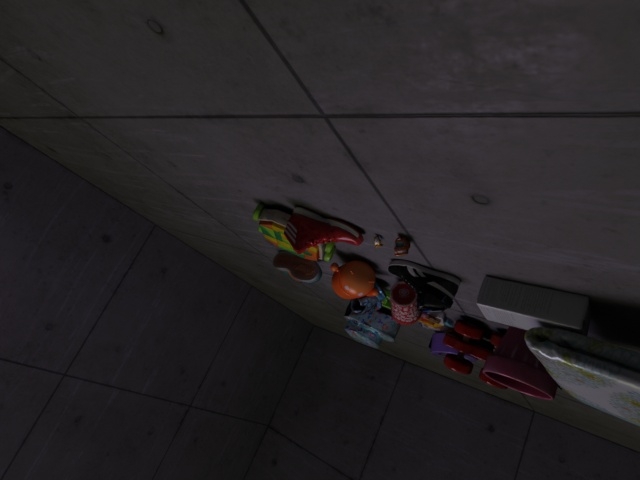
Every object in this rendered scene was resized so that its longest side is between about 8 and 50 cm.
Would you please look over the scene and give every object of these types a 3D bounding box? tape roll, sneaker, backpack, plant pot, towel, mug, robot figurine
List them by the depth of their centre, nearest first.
[{"bbox_3d":[0.676,0.319,0.931,0.375,0.090,0.320,15,157,49],"label":"towel"},{"bbox_3d":[0.000,0.000,1.195,0.221,0.128,0.087,21,165,20],"label":"sneaker"},{"bbox_3d":[0.274,0.136,1.225,0.217,0.121,0.079,15,160,34],"label":"sneaker"},{"bbox_3d":[0.615,0.352,1.287,0.201,0.180,0.201,24,164,7],"label":"plant pot"},{"bbox_3d":[0.110,0.134,1.463,0.219,0.128,0.158,138,112,-73],"label":"robot figurine"},{"bbox_3d":[0.307,0.202,1.477,0.113,0.150,0.169,59,178,31],"label":"mug"},{"bbox_3d":[0.165,0.227,1.646,0.104,0.125,0.262,58,169,21],"label":"sneaker"},{"bbox_3d":[-0.072,0.119,1.750,0.121,0.108,0.302,36,169,-35],"label":"sneaker"},{"bbox_3d":[0.560,0.448,1.794,0.189,0.080,0.189,12,159,4],"label":"tape roll"},{"bbox_3d":[0.244,0.402,2.035,0.254,0.191,0.225,14,161,19],"label":"backpack"}]

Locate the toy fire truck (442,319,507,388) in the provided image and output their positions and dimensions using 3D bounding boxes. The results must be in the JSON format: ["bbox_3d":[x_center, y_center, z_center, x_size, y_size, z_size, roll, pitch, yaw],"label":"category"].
[{"bbox_3d":[0.598,0.396,1.550,0.302,0.169,0.254,17,-175,28],"label":"toy fire truck"}]

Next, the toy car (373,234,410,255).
[{"bbox_3d":[0.175,0.010,1.104,0.122,0.060,0.040,2,121,41],"label":"toy car"}]

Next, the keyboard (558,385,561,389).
[{"bbox_3d":[0.950,0.560,1.743,0.100,0.038,0.192,43,178,35],"label":"keyboard"}]

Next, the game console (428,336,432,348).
[{"bbox_3d":[0.584,0.514,2.058,0.122,0.071,0.107,21,163,17],"label":"game console"}]

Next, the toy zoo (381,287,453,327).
[{"bbox_3d":[0.376,0.277,1.691,0.293,0.030,0.192,22,163,14],"label":"toy zoo"}]

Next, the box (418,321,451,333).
[{"bbox_3d":[0.487,0.370,1.826,0.136,0.028,0.081,21,164,24],"label":"box"}]

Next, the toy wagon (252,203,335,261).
[{"bbox_3d":[-0.082,-0.005,1.419,0.267,0.068,0.344,24,164,7],"label":"toy wagon"}]

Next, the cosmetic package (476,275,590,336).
[{"bbox_3d":[0.509,0.164,1.030,0.231,0.085,0.117,10,157,38],"label":"cosmetic package"}]

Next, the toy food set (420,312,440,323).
[{"bbox_3d":[0.396,0.287,1.598,0.122,0.019,0.078,26,164,-3],"label":"toy food set"}]
